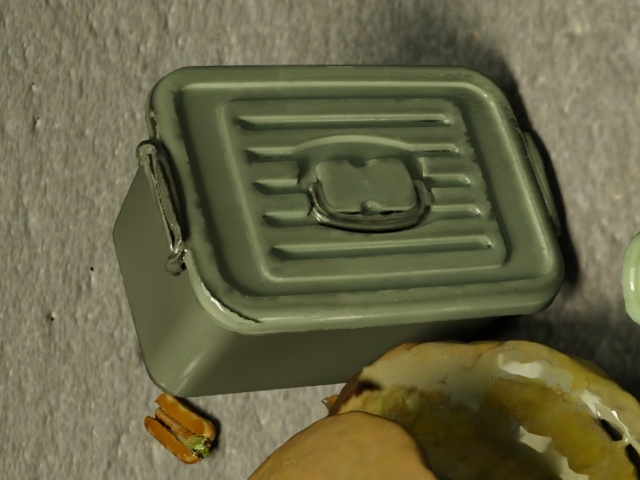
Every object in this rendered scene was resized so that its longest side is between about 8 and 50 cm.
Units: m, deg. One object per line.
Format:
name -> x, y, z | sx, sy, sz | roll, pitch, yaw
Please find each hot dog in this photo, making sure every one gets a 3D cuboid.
hot dog -> -0.098, 0.136, 1.338 | 0.037, 0.021, 0.083 | -58, 38, 2

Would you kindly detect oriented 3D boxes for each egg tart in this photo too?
egg tart -> 0.076, 0.217, 0.974 | 0.345, 0.132, 0.345 | 16, 111, 46

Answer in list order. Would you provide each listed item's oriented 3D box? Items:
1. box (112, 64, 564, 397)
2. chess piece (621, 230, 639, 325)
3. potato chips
box -> 0.000, 0.000, 1.059 | 0.135, 0.243, 0.163 | -51, 50, 51
chess piece -> 0.220, 0.020, 0.909 | 0.149, 0.059, 0.059 | 1, 87, 49
potato chips -> 0.003, 0.185, 0.902 | 0.208, 0.062, 0.195 | -8, 95, 47
